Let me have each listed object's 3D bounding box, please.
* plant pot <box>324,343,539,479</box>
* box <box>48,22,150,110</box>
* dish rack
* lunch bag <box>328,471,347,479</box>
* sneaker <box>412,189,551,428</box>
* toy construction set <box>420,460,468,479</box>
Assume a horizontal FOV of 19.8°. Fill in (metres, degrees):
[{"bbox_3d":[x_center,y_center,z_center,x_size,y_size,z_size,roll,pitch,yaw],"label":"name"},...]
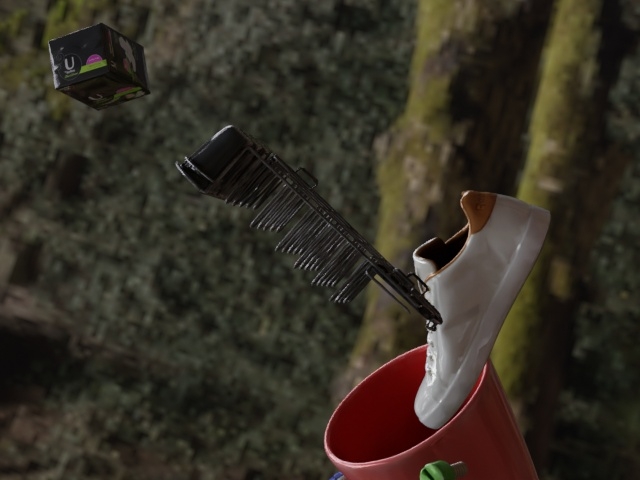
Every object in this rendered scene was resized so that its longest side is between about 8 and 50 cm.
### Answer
[{"bbox_3d":[0.176,0.316,2.585,0.275,0.275,0.243,-49,-63,-37],"label":"plant pot"},{"bbox_3d":[-0.210,-0.165,1.743,0.083,0.062,0.052,27,-130,-64],"label":"box"},{"bbox_3d":[0.000,0.000,1.705,0.074,0.271,0.208,-48,-7,5],"label":"dish rack"},{"bbox_3d":[0.046,0.432,2.710,0.176,0.090,0.219,67,-167,5],"label":"lunch bag"},{"bbox_3d":[0.143,0.069,2.018,0.106,0.123,0.290,-76,8,-67],"label":"sneaker"},{"bbox_3d":[0.148,0.435,1.977,0.237,0.257,0.309,-7,-68,-51],"label":"toy construction set"}]
